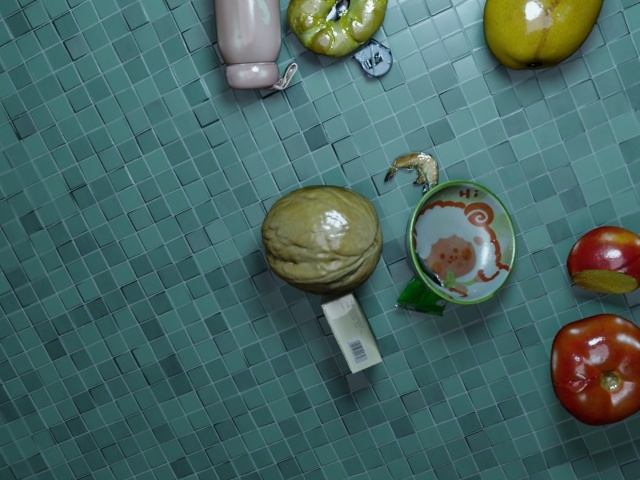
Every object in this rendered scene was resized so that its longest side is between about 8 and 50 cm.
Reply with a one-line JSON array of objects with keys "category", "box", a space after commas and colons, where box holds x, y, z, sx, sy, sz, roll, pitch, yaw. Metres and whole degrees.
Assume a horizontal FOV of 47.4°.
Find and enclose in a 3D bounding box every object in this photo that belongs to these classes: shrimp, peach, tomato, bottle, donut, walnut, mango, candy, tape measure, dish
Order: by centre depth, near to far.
[{"category": "mango", "box": [0.544, -0.591, 1.751, 0.263, 0.221, 0.378, 20, 95, 6]}, {"category": "donut", "box": [0.051, -0.586, 1.851, 0.261, 0.128, 0.209, -35, 98, 13]}, {"category": "bottle", "box": [-0.166, -0.533, 1.868, 0.206, 0.173, 0.297, -4, 102, -4]}, {"category": "peach", "box": [0.745, 0.061, 1.889, 0.192, 0.190, 0.190, -42, 95, -5]}, {"category": "tape measure", "box": [0.143, -0.475, 1.904, 0.091, 0.054, 0.094, -43, 93, 19]}, {"category": "walnut", "box": [0.000, 0.000, 1.913, 0.332, 0.333, 0.333, 1, 103, 6]}, {"category": "dish", "box": [0.350, 0.010, 1.925, 0.324, 0.124, 0.325, 3, 82, -21]}, {"category": "tomato", "box": [0.743, 0.336, 1.932, 0.298, 0.226, 0.299, 0, 98, 1]}, {"category": "shrimp", "box": [0.247, -0.142, 1.976, 0.147, 0.035, 0.195, -1, 99, 5]}, {"category": "candy", "box": [0.305, 0.113, 2.009, 0.141, 0.078, 0.203, 19, 108, 0]}]

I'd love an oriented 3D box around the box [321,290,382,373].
[{"category": "box", "box": [0.085, 0.233, 2.012, 0.095, 0.168, 0.212, -24, 99, 7]}]
